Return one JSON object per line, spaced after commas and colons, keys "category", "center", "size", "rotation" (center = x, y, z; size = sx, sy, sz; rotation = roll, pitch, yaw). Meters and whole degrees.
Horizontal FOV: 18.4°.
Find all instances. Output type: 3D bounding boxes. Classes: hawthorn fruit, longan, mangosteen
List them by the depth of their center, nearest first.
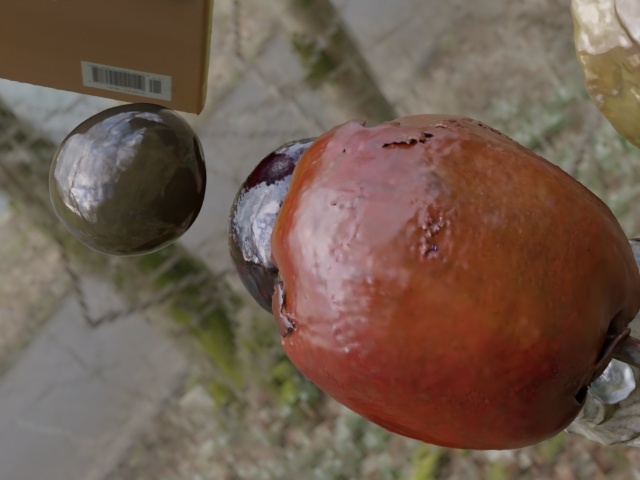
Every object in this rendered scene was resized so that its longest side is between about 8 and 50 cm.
{"category": "hawthorn fruit", "center": [0.112, 0.037, 1.254], "size": [0.299, 0.211, 0.211], "rotation": [19, 49, 12]}
{"category": "longan", "center": [-0.127, -0.043, 1.286], "size": [0.106, 0.106, 0.119], "rotation": [-41, 39, -6]}
{"category": "mangosteen", "center": [0.000, 0.000, 1.481], "size": [0.152, 0.152, 0.152], "rotation": [-30, 26, 16]}

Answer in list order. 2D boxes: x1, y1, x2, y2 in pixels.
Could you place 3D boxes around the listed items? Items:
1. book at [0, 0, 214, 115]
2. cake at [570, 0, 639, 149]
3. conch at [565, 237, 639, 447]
{"category": "book", "center": [-0.214, -0.193, 1.539], "size": [0.374, 0.263, 0.028], "rotation": [106, 176, -72]}
{"category": "cake", "center": [0.457, -0.238, 1.966], "size": [0.321, 0.332, 0.332], "rotation": [5, 48, 50]}
{"category": "conch", "center": [0.301, 0.076, 1.636], "size": [0.291, 0.159, 0.210], "rotation": [-34, 54, -31]}
